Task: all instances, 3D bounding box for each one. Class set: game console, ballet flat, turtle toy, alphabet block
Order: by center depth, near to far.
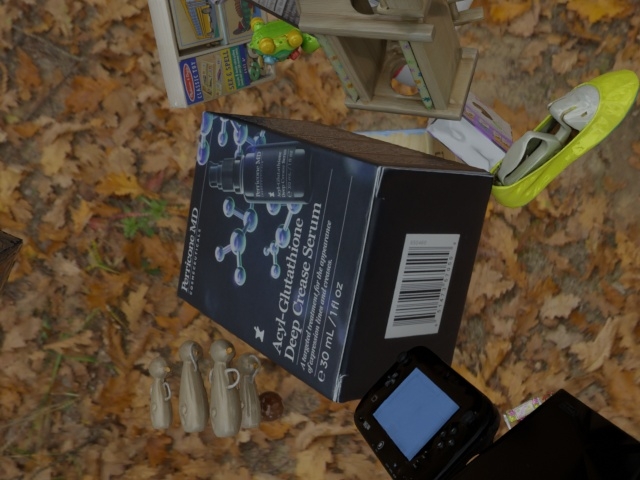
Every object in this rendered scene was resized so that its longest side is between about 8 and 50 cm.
[{"bbox_3d":[0.094,0.179,0.651,0.213,0.361,0.044,-38,104,-4],"label":"game console"},{"bbox_3d":[0.299,-0.133,1.024,0.231,0.077,0.077,-47,40,22],"label":"ballet flat"},{"bbox_3d":[-0.059,-0.341,1.385,0.130,0.066,0.095,-14,46,-6],"label":"turtle toy"},{"bbox_3d":[0.179,-0.139,1.756,0.193,0.192,0.197,1,96,27],"label":"alphabet block"}]

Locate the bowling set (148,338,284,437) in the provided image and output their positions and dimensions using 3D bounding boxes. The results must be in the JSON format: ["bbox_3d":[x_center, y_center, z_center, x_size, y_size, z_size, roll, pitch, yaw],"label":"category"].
[{"bbox_3d":[-0.164,0.245,1.408,0.287,0.199,0.154,-10,82,48],"label":"bowling set"}]

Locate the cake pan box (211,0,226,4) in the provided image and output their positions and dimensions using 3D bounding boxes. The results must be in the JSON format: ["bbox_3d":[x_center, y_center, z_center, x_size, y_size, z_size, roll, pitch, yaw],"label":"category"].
[{"bbox_3d":[-0.074,-0.303,0.545,0.245,0.070,0.267,42,48,-2],"label":"cake pan box"}]

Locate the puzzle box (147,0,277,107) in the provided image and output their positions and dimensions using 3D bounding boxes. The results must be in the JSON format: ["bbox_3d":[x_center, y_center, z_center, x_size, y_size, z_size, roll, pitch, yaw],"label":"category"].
[{"bbox_3d":[-0.219,-0.487,1.578,0.052,0.272,0.409,9,117,39],"label":"puzzle box"}]

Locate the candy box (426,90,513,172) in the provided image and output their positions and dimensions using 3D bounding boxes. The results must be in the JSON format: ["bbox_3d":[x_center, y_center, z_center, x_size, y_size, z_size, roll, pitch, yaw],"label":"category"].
[{"bbox_3d":[0.295,-0.221,1.590,0.165,0.196,0.070,38,118,-9],"label":"candy box"}]

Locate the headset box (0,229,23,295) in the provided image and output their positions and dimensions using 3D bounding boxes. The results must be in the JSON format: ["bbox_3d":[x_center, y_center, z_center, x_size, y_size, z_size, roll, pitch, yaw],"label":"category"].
[{"bbox_3d":[-0.457,0.027,0.783,0.283,0.246,0.131,24,98,-8],"label":"headset box"}]

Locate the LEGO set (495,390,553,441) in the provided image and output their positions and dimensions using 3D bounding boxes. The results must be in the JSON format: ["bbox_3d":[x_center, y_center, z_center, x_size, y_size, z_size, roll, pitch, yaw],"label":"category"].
[{"bbox_3d":[0.453,0.368,1.706,0.287,0.132,0.107,-24,91,-36],"label":"LEGO set"}]

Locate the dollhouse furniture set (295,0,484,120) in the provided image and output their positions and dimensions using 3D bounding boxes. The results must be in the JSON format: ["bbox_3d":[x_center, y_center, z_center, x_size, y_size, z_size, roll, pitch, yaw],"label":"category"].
[{"bbox_3d":[0.050,-0.198,0.545,0.101,0.182,0.161,10,73,23],"label":"dollhouse furniture set"}]

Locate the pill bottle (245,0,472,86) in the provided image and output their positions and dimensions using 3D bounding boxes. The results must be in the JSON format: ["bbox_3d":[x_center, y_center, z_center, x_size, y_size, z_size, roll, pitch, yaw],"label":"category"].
[{"bbox_3d":[-0.004,-0.297,0.789,0.318,0.176,0.176,27,81,-4],"label":"pill bottle"}]

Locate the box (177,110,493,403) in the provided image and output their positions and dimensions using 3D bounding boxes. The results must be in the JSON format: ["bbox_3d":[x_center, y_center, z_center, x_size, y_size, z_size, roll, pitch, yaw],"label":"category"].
[{"bbox_3d":[0.000,0.000,1.131,0.395,0.212,0.294,24,109,48],"label":"box"}]
